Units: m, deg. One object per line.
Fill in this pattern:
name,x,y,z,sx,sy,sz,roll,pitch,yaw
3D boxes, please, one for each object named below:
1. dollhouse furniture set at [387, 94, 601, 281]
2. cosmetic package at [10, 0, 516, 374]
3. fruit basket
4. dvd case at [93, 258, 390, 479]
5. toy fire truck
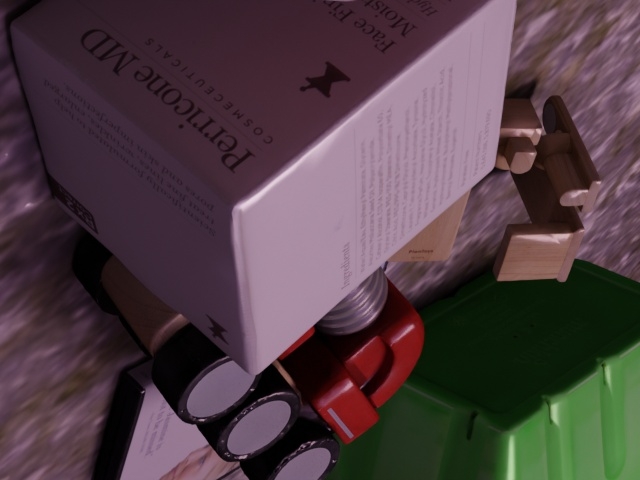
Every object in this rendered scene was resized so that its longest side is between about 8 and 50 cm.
dollhouse furniture set,0.115,-0.060,1.169,0.151,0.123,0.144,-2,135,-15
cosmetic package,-0.024,-0.068,0.759,0.184,0.151,0.151,-41,155,-23
fruit basket,0.149,0.224,1.398,0.392,0.283,0.392,-30,132,-40
dvd case,-0.060,0.113,1.125,0.253,0.022,0.180,-27,148,-42
toy fire truck,0.000,0.000,0.923,0.246,0.158,0.217,-38,147,-3
